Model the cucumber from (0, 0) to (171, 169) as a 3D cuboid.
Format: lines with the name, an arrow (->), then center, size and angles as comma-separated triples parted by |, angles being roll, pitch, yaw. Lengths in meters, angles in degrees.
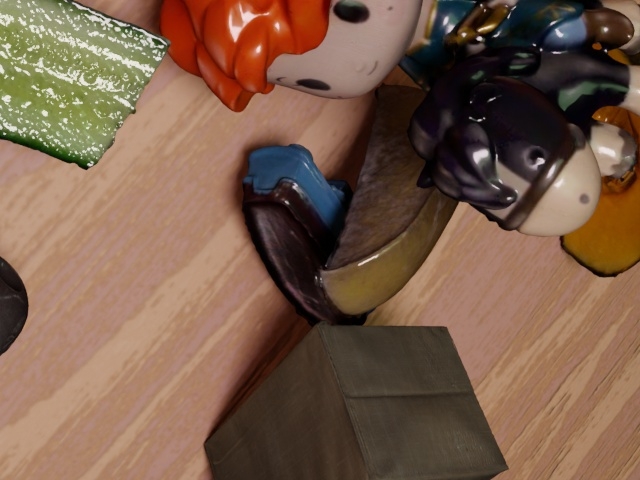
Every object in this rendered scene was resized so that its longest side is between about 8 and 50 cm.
cucumber -> -0.243, -0.142, 0.629 | 0.244, 0.063, 0.115 | 20, 104, -25

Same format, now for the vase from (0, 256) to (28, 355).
vase -> -0.272, 0.003, 0.652 | 0.120, 0.120, 0.182 | 4, 87, -34

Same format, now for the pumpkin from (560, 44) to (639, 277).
pumpkin -> 0.366, -0.117, 0.979 | 0.148, 0.169, 0.312 | -18, 116, -24

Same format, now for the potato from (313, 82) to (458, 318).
potato -> 0.087, -0.027, 0.793 | 0.120, 0.100, 0.261 | 61, 33, -38

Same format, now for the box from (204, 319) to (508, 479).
box -> 0.020, 0.193, 0.814 | 0.149, 0.155, 0.231 | 5, 140, -35

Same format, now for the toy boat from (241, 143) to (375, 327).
toy boat -> 0.000, 0.000, 0.836 | 0.097, 0.100, 0.223 | -61, 138, -35

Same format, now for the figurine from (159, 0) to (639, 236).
figurine -> 0.082, -0.166, 0.696 | 0.412, 0.241, 0.306 | 36, 63, -2
